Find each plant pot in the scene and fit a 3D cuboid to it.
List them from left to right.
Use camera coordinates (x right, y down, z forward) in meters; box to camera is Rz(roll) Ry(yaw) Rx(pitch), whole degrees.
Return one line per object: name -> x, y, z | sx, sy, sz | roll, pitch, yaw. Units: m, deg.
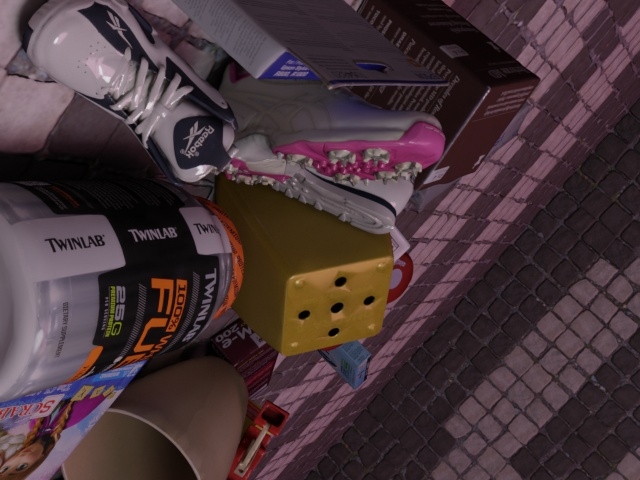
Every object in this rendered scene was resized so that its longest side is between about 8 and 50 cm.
plant pot -> -0.233, 0.310, 1.350 | 0.256, 0.256, 0.274 | -57, 174, 30
plant pot -> -0.012, 0.027, 1.104 | 0.212, 0.187, 0.212 | -11, 132, -19

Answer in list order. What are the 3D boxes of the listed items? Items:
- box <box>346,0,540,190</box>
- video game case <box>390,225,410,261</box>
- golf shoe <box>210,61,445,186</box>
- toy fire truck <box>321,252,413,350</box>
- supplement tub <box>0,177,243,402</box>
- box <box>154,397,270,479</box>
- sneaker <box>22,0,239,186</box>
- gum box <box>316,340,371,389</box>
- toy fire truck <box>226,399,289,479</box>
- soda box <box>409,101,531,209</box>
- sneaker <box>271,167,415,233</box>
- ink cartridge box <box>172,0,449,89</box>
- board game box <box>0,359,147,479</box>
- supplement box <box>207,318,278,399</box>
box -> 0.138, -0.201, 1.095 | 0.168, 0.203, 0.167 | -21, 149, -52
video game case -> 0.000, 0.000, 1.260 | 0.206, 0.026, 0.227 | -44, 116, -6
golf shoe -> -0.011, -0.129, 0.841 | 0.115, 0.306, 0.140 | 22, 76, -51
toy fire truck -> -0.001, 0.017, 1.362 | 0.302, 0.169, 0.254 | -38, 134, -17
supplement tub -> -0.227, 0.035, 0.831 | 0.194, 0.193, 0.316 | -54, 159, 23
box -> -0.199, 0.371, 1.488 | 0.232, 0.087, 0.058 | -31, 137, -36
sneaker -> -0.145, -0.123, 0.740 | 0.094, 0.153, 0.235 | -47, 161, 1
gum box -> 0.022, 0.208, 1.706 | 0.041, 0.184, 0.157 | -40, 160, -18
toy fire truck -> -0.122, 0.363, 1.407 | 0.192, 0.047, 0.135 | -59, 179, -11
soda box -> 0.259, -0.183, 1.549 | 0.286, 0.091, 0.098 | -37, 160, -24
sneaker -> 0.001, -0.098, 1.019 | 0.095, 0.235, 0.090 | -63, -178, -17
ink cartridge box -> -0.018, -0.191, 0.761 | 0.223, 0.224, 0.045 | -14, 143, -55
board game box -> -0.418, 0.253, 1.066 | 0.318, 0.066, 0.318 | -50, 160, 12
supplement box -> -0.150, 0.236, 1.576 | 0.130, 0.073, 0.239 | -33, 158, -32
